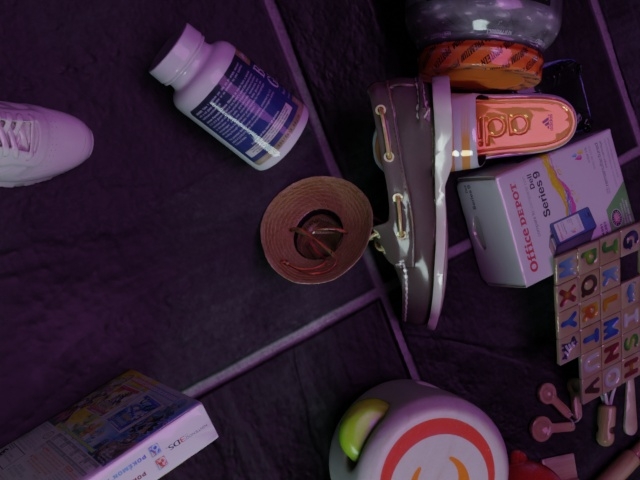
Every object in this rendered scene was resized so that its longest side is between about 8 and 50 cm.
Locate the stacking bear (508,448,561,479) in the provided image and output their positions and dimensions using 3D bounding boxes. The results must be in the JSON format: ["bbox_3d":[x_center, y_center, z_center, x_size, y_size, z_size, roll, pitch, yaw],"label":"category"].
[{"bbox_3d":[0.240,0.402,1.189,0.175,0.164,0.289,47,39,-28],"label":"stacking bear"}]

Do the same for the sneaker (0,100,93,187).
[{"bbox_3d":[-0.336,-0.102,0.956,0.235,0.095,0.090,0,87,-29],"label":"sneaker"}]

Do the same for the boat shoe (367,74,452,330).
[{"bbox_3d":[0.105,-0.039,1.158,0.097,0.116,0.324,0,119,4],"label":"boat shoe"}]

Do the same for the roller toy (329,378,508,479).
[{"bbox_3d":[0.113,0.270,1.157,0.191,0.146,0.209,-12,97,-17],"label":"roller toy"}]

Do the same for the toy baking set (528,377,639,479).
[{"bbox_3d":[0.398,0.257,1.373,0.256,0.030,0.196,-31,103,-25],"label":"toy baking set"}]

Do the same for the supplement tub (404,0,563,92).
[{"bbox_3d":[0.204,-0.352,1.191,0.194,0.194,0.315,6,87,-28],"label":"supplement tub"}]

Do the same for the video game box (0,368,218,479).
[{"bbox_3d":[-0.223,0.206,0.948,0.187,0.205,0.048,-34,108,-24],"label":"video game box"}]

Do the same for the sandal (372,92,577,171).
[{"bbox_3d":[0.197,-0.141,1.203,0.265,0.076,0.101,-9,98,-3],"label":"sandal"}]

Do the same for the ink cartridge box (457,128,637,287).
[{"bbox_3d":[0.304,-0.045,1.295,0.212,0.093,0.154,-21,100,-25],"label":"ink cartridge box"}]

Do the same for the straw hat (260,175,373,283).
[{"bbox_3d":[0.000,0.000,1.147,0.144,0.144,0.061,-55,153,-18],"label":"straw hat"}]

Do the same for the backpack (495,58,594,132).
[{"bbox_3d":[0.289,-0.182,1.293,0.114,0.084,0.105,-17,98,-23],"label":"backpack"}]

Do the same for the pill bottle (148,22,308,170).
[{"bbox_3d":[-0.104,-0.162,1.079,0.169,0.094,0.094,37,73,-23],"label":"pill bottle"}]

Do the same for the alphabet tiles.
[{"bbox_3d":[0.395,0.101,1.320,0.198,0.009,0.237,-20,114,-28],"label":"alphabet tiles"}]
